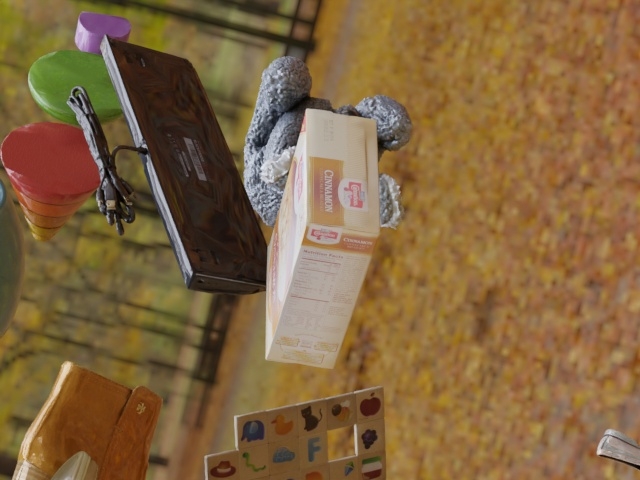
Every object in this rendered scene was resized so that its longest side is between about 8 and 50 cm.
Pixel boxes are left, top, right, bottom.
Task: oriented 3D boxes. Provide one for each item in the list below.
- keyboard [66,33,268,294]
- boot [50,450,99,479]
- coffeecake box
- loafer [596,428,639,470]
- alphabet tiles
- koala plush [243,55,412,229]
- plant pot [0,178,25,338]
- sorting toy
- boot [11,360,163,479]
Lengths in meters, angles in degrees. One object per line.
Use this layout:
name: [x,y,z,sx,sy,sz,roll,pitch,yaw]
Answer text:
keyboard: [-0.162,-0.079,1.608,0.033,0.201,0.317,-46,51,31]
boot: [-0.210,0.328,1.624,0.077,0.165,0.213,-41,30,39]
coffeecake box: [0.000,0.000,1.458,0.185,0.068,0.142,107,168,-45]
loafer: [0.415,0.289,2.094,0.039,0.125,0.045,-54,-18,-23]
alphabet tiles: [-0.025,0.286,1.915,0.009,0.237,0.198,21,116,59]
koala plush: [0.008,-0.081,1.879,0.203,0.196,0.221,-67,17,9]
plant pot: [-0.529,-0.009,2.255,0.195,0.290,0.290,-57,14,34]
sorting toy: [-0.293,-0.127,1.920,0.366,0.127,0.126,-82,8,-50]
boot: [-0.215,0.273,1.797,0.104,0.295,0.211,7,65,42]
